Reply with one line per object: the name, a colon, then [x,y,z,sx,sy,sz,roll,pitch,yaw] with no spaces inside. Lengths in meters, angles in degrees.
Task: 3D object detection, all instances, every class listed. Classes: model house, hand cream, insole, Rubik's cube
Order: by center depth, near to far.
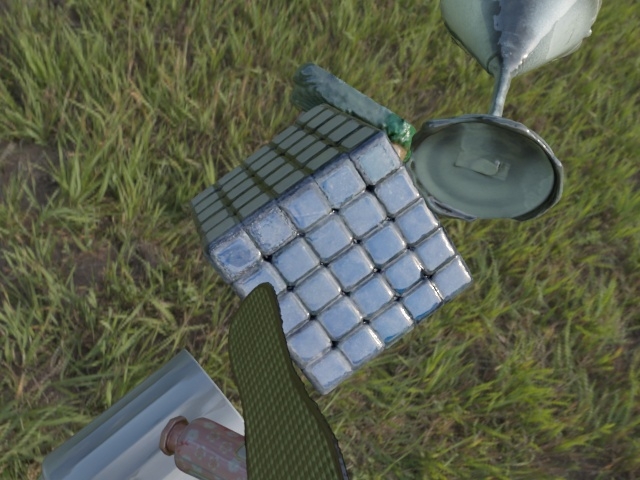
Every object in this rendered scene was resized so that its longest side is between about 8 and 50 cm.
insole: [-0.028,0.114,0.418,0.005,0.086,0.253,26,21,-29]
hand cream: [-0.027,0.175,0.487,0.210,0.067,0.043,14,86,26]
Rubik's cube: [0.000,0.000,0.841,0.237,0.238,0.237,-36,113,-5]
model house: [0.003,-0.140,1.354,0.267,0.194,0.325,33,96,6]

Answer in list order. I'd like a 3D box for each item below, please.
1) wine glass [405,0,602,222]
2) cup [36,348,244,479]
wine glass: [0.118,-0.105,0.451,0.122,0.122,0.183,23,57,-2]
cup: [-0.282,0.404,1.201,0.327,0.322,0.237,-40,49,-16]
